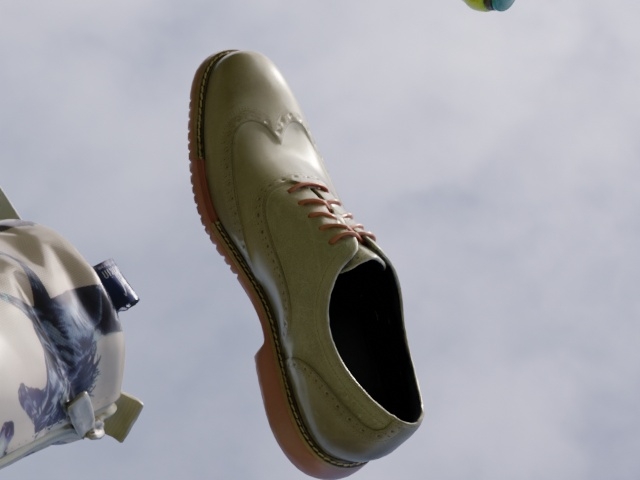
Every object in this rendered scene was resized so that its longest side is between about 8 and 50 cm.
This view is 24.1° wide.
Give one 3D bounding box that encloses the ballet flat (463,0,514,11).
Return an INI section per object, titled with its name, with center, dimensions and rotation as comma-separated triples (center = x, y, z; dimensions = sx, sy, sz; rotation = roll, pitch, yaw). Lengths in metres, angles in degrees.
[ballet flat]
center = 0.165, -0.306, 1.266
dimensions = 0.077, 0.077, 0.231
rotation = 34, -70, 29

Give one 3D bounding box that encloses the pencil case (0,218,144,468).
[pencil case]
center = -0.271, 0.110, 0.907
dimensions = 0.183, 0.410, 0.160
rotation = 31, -66, 14

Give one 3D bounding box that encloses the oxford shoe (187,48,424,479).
[oxford shoe]
center = 0.000, 0.000, 1.305
dimensions = 0.146, 0.140, 0.397
rotation = -31, -104, 49

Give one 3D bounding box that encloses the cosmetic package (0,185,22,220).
[cosmetic package]
center = -0.372, 0.014, 1.473
dimensions = 0.151, 0.184, 0.151
rotation = -32, -103, -16
